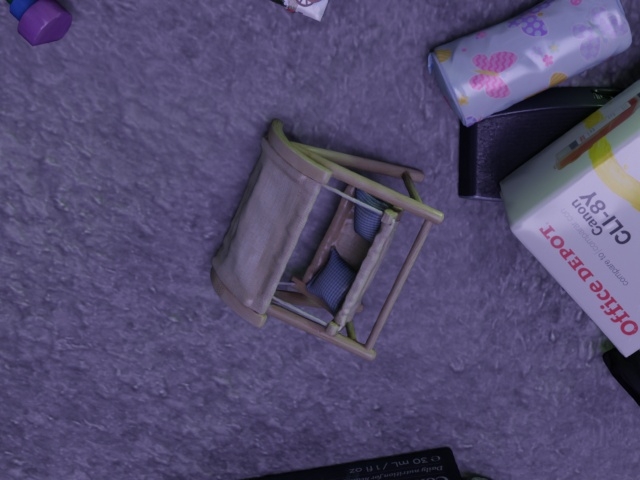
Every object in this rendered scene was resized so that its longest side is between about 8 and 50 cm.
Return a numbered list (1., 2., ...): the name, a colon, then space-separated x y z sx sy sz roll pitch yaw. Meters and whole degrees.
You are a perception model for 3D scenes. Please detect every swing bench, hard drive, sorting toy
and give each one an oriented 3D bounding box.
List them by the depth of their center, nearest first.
1. sorting toy: -0.297 -0.421 1.441 0.126 0.127 0.365 44 108 7
2. swing bench: 0.000 0.000 1.628 0.255 0.165 0.253 18 112 -15
3. hard drive: 0.332 -0.135 1.667 0.255 0.054 0.172 -4 116 -5

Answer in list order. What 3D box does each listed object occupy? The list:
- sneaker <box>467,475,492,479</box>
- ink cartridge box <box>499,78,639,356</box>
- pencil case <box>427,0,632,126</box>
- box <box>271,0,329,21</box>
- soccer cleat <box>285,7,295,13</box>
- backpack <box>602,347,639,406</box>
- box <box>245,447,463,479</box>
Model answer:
1. sneaker: 0.296 0.512 1.955 0.226 0.086 0.163 36 104 -22
2. ink cartridge box: 0.483 -0.063 1.562 0.385 0.160 0.279 -38 108 20
3. pencil case: 0.288 -0.264 1.566 0.273 0.113 0.124 -27 89 5
4. box: -0.028 -0.422 1.470 0.159 0.044 0.233 21 110 -7
5. soccer cleat: -0.016 -0.340 1.538 0.083 0.029 0.035 -27 120 11
6. backpack: 0.681 0.182 1.778 0.355 0.273 0.290 -43 107 0
7. box: 0.031 0.598 1.748 0.480 0.471 0.297 -9 116 -4
